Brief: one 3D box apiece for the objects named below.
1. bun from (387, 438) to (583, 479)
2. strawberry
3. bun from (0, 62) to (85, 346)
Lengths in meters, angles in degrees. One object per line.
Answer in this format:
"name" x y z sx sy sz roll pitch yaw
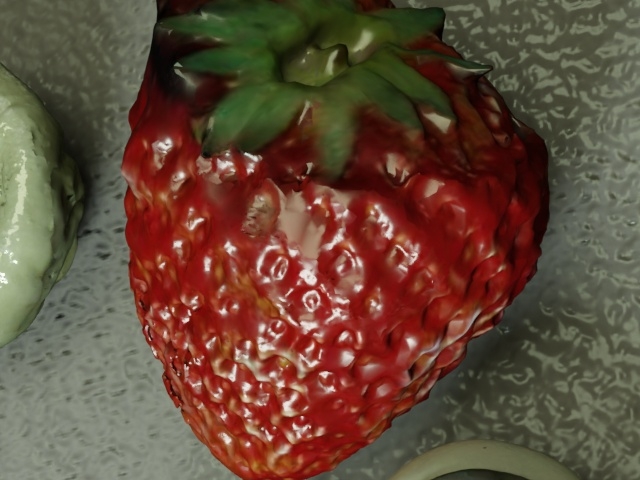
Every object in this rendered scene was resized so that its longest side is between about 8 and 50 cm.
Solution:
"bun" 0.107 0.206 1.217 0.173 0.120 0.172 2 103 9
"strawberry" 0.007 -0.012 1.248 0.292 0.310 0.291 -2 52 3
"bun" -0.259 -0.024 1.390 0.231 0.133 0.231 -2 85 27
